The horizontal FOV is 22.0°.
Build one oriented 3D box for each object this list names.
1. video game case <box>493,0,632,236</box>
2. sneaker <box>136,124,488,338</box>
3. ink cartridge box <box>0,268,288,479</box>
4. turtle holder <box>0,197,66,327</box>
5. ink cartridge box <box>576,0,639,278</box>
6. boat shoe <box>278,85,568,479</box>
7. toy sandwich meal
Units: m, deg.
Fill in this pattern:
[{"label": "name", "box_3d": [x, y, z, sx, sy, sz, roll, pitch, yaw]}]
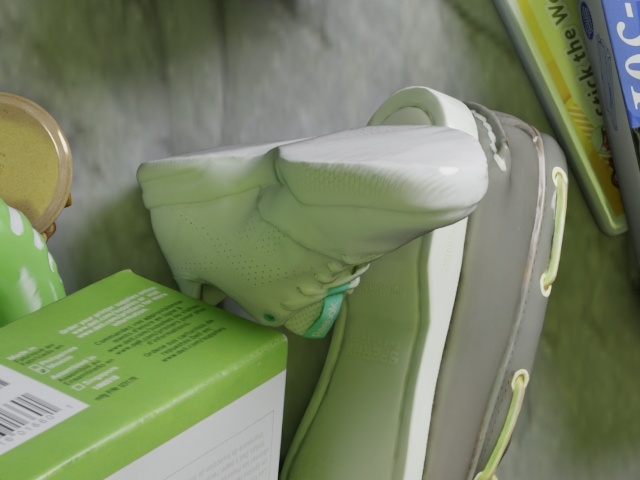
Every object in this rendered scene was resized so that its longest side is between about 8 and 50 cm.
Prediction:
[{"label": "video game case", "box_3d": [0.187, -0.147, 0.823, 0.206, 0.026, 0.227, -26, 94, -3]}, {"label": "sneaker", "box_3d": [0.000, 0.000, 0.742, 0.080, 0.212, 0.094, -14, 98, -37]}, {"label": "ink cartridge box", "box_3d": [-0.112, 0.168, 0.711, 0.097, 0.189, 0.255, 21, 119, 30]}, {"label": "turtle holder", "box_3d": [-0.277, 0.061, 0.717, 0.243, 0.320, 0.227, 17, 116, 29]}, {"label": "ink cartridge box", "box_3d": [0.190, -0.053, 0.790, 0.097, 0.046, 0.207, -13, 93, -5]}, {"label": "boat shoe", "box_3d": [0.048, 0.085, 0.780, 0.091, 0.109, 0.305, 12, 91, -32]}, {"label": "toy sandwich meal", "box_3d": [-0.157, -0.031, 0.804, 0.086, 0.029, 0.085, 0, 88, -1]}]
